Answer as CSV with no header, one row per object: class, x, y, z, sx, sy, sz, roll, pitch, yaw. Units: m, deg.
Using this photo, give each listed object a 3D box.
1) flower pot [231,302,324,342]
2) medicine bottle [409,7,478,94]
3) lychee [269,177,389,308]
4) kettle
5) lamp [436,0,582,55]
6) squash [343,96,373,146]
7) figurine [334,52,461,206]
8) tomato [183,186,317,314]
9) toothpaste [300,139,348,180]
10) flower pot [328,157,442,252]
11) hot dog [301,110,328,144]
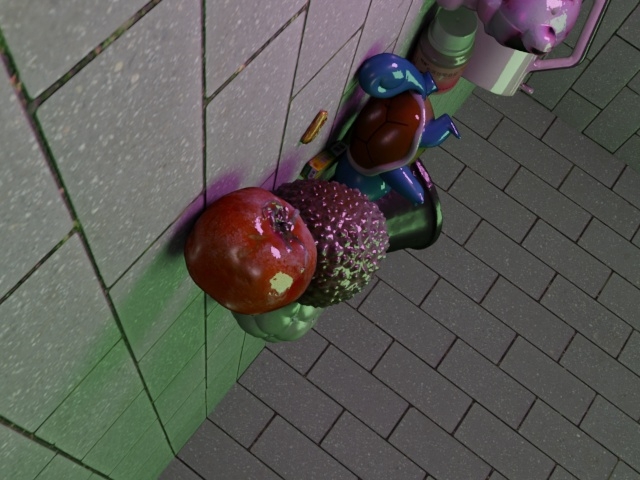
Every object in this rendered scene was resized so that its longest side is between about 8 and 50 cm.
flower pot,-0.105,0.123,1.732,0.246,0.246,0.195,-50,168,-20
medicine bottle,0.312,-0.483,1.830,0.147,0.147,0.247,-51,173,-19
lychee,-0.005,-0.004,1.532,0.300,0.300,0.300,-52,173,-9
kettle,0.556,-0.585,1.947,0.250,0.361,0.376,-36,159,-57
lamp,0.429,-0.553,1.571,0.247,0.301,0.247,-47,171,-40
squash,0.125,-0.296,1.837,0.228,0.066,0.066,-55,173,23
figurine,0.178,-0.244,1.650,0.243,0.297,0.416,-9,143,-18
tomato,-0.119,0.025,1.237,0.189,0.232,0.232,-32,-175,30
toothpaste,0.012,-0.192,1.737,0.178,0.037,0.043,-43,166,-53
flower pot,0.126,-0.084,1.978,0.251,0.379,0.379,-31,164,-23
hot dog,-0.010,-0.228,1.472,0.083,0.021,0.037,-56,171,16
